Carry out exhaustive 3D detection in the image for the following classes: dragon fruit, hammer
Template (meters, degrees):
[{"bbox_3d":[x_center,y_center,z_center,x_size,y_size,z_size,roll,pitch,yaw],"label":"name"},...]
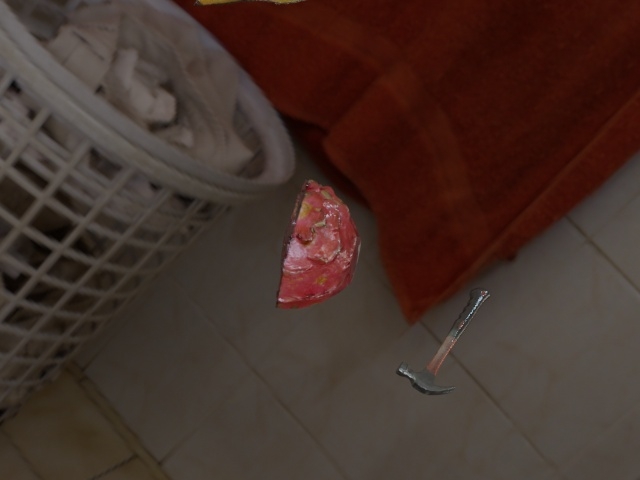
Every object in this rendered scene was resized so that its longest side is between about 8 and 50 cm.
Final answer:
[{"bbox_3d":[0.000,0.000,1.915,0.189,0.163,0.261,20,68,-26],"label":"dragon fruit"},{"bbox_3d":[0.257,0.190,1.977,0.111,0.033,0.287,37,53,3],"label":"hammer"}]

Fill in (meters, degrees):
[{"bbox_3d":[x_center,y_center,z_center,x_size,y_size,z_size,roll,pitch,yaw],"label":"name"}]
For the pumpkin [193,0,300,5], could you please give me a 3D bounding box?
[{"bbox_3d":[-0.067,-0.462,1.707,0.163,0.278,0.111,38,15,-19],"label":"pumpkin"}]
